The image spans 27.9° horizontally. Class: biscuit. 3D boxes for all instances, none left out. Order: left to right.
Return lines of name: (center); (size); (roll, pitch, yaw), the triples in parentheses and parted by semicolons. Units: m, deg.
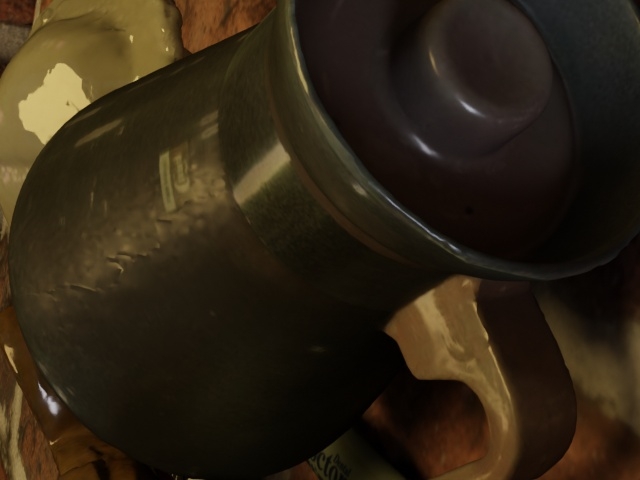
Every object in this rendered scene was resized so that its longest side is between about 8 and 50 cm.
biscuit: (-0.115, 0.224, 0.911); (0.368, 0.076, 0.394); (69, 167, -17)

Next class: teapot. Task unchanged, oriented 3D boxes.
teapot: (0.000, 0.000, 0.675); (0.344, 0.253, 0.300); (-36, 71, 56)

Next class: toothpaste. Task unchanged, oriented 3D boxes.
toothpaste: (0.024, 0.149, 0.822); (0.255, 0.037, 0.067); (-139, 59, -61)

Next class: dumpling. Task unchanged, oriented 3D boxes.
dumpling: (-0.150, -0.035, 1.078); (0.315, 0.233, 0.395); (-135, 41, -60)

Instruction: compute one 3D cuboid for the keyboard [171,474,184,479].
keyboard: (-0.137, 0.191, 1.246); (0.067, 0.011, 0.202); (-161, 79, -70)
